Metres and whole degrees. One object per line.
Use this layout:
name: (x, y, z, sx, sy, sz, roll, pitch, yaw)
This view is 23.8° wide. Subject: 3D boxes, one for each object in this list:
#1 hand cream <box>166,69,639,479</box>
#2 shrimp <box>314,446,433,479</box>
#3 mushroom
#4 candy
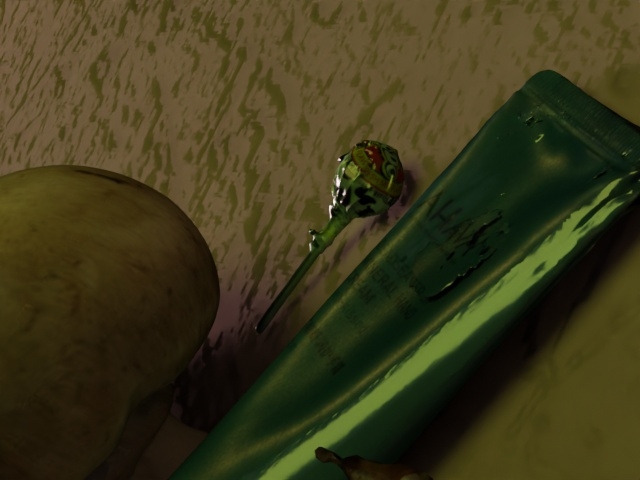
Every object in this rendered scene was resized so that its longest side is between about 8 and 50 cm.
hand cream: (0.010, 0.045, 0.448, 0.224, 0.048, 0.083, -49, 28, 5)
shrimp: (0.028, 0.166, 0.286, 0.222, 0.054, 0.290, -56, 38, 3)
mushroom: (-0.099, 0.054, 0.518, 0.166, 0.127, 0.166, -46, 9, 10)
candy: (0.000, 0.000, 0.521, 0.083, 0.025, 0.023, -53, -13, 25)
